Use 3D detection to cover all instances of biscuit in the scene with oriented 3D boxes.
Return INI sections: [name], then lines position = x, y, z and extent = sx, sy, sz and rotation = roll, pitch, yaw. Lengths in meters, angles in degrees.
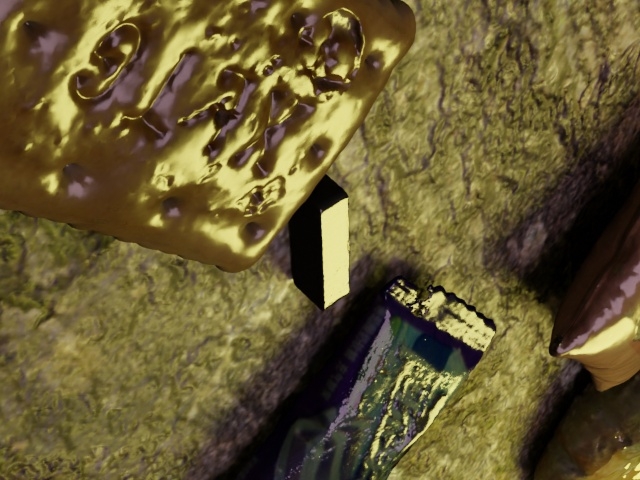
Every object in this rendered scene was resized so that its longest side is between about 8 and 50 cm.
[biscuit]
position = -0.081, -0.089, 0.830
extent = 0.217, 0.044, 0.325
rotation = -55, 145, 10

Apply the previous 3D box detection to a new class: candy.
[candy]
position = 0.023, 0.149, 1.173
extent = 0.275, 0.070, 0.145
rotation = -51, 138, 10

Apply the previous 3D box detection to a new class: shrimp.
[shrimp]
position = 0.383, 0.135, 1.484
extent = 0.221, 0.110, 0.446
rotation = 7, 131, -40

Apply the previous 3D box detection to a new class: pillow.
[pillow]
position = 0.293, 0.032, 1.323
extent = 0.223, 0.084, 0.236
rotation = -54, 150, -1

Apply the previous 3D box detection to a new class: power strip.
[power strip]
position = 0.000, 0.000, 1.016
extent = 0.029, 0.038, 0.111
rotation = -31, 145, -24
